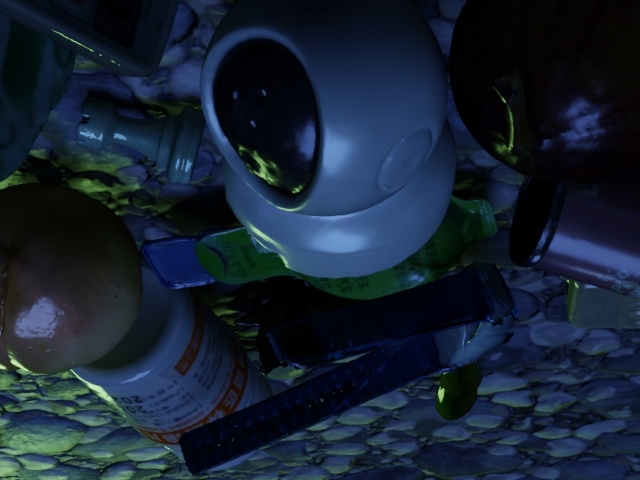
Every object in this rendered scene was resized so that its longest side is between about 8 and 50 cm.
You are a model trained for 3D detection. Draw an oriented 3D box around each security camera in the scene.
[{"bbox_3d":[0.010,-0.103,1.491,0.194,0.195,0.236,0,149,3],"label":"security camera"}]

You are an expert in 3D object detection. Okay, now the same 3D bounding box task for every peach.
[{"bbox_3d":[-0.252,0.032,1.759,0.184,0.184,0.184,1,151,0],"label":"peach"}]

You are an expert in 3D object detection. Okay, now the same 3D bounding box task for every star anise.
[{"bbox_3d":[-0.010,0.074,1.875,0.212,0.157,0.053,-5,109,14],"label":"star anise"}]

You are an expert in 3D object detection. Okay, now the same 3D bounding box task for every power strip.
[{"bbox_3d":[0.353,0.037,1.855,0.256,0.070,0.105,1,151,3],"label":"power strip"}]

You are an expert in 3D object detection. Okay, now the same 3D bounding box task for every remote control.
[{"bbox_3d":[-0.180,-0.199,1.218,0.038,0.123,0.285,6,168,32],"label":"remote control"}]

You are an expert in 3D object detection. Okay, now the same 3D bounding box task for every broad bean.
[{"bbox_3d":[0.136,0.137,2.076,0.069,0.039,0.227,-12,148,10],"label":"broad bean"}]

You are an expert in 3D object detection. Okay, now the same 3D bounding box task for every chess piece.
[{"bbox_3d":[-0.152,-0.089,1.652,0.103,0.067,0.067,14,150,-4],"label":"chess piece"}]

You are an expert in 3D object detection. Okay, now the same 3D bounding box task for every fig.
[{"bbox_3d":[0.175,-0.108,1.408,0.203,0.249,0.186,-20,121,44],"label":"fig"}]

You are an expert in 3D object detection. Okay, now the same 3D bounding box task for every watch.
[{"bbox_3d":[0.032,0.123,1.815,0.274,0.068,0.276,-17,163,-30],"label":"watch"}]

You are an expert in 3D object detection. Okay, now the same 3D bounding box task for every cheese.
[{"bbox_3d":[0.000,0.000,1.781,0.320,0.083,0.204,-7,152,9],"label":"cheese"}]

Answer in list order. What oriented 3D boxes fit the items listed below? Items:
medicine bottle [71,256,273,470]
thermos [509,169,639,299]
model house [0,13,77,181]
[{"bbox_3d":[-0.149,0.129,1.964,0.144,0.144,0.252,-9,151,17],"label":"medicine bottle"},{"bbox_3d":[0.343,0.006,1.713,0.330,0.109,0.136,16,135,-10],"label":"thermos"},{"bbox_3d":[-0.358,-0.184,1.323,0.325,0.194,0.267,6,144,21],"label":"model house"}]
